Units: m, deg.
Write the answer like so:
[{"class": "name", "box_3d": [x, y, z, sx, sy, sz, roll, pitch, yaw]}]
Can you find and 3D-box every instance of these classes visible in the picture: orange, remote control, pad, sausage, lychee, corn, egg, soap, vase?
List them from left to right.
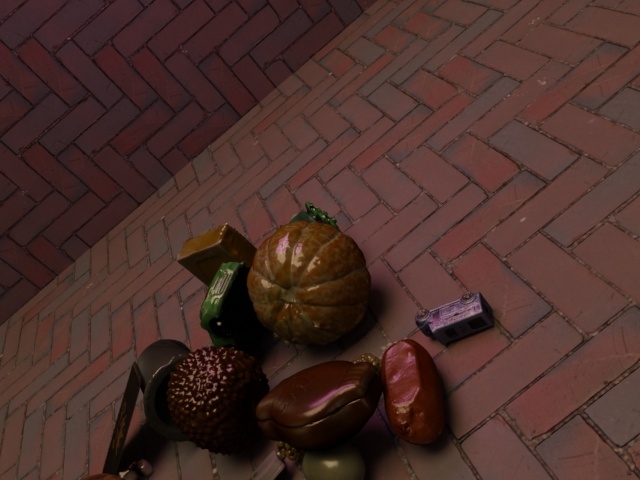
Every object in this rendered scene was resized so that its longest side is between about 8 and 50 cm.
[{"class": "pad", "box_3d": [-0.601, 0.532, 1.958, 0.315, 0.063, 0.375, -168, 94, -70]}, {"class": "vase", "box_3d": [-0.402, 0.402, 1.938, 0.245, 0.245, 0.291, -49, 22, -11]}, {"class": "lychee", "box_3d": [-0.260, 0.395, 1.712, 0.268, 0.267, 0.267, -29, 33, 21]}, {"class": "soap", "box_3d": [-0.251, 0.096, 2.035, 0.199, 0.315, 0.091, -18, 40, 34]}, {"class": "remote control", "box_3d": [-0.177, 0.592, 1.569, 0.250, 0.034, 0.103, -48, 3, -9]}, {"class": "orange", "box_3d": [-0.031, 0.111, 1.760, 0.329, 0.329, 0.249, -26, 4, 25]}, {"class": "corn", "box_3d": [0.019, 0.383, 1.590, 0.320, 0.097, 0.097, -43, 31, -6]}, {"class": "egg", "box_3d": [0.026, 0.476, 1.441, 0.152, 0.114, 0.114, -4, 48, 44]}, {"class": "sausage", "box_3d": [0.193, 0.315, 1.440, 0.133, 0.133, 0.258, -32, 29, 17]}]

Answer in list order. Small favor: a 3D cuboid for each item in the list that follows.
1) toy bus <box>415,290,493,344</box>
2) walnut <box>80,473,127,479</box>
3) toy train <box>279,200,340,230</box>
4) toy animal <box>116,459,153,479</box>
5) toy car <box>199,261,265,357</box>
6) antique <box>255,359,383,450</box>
[{"class": "toy bus", "box_3d": [0.297, 0.180, 1.541, 0.167, 0.073, 0.076, -27, 36, 24]}, {"class": "walnut", "box_3d": [-0.482, 0.614, 1.463, 0.198, 0.198, 0.245, -16, 25, 37]}, {"class": "toy train", "box_3d": [0.000, 0.000, 1.989, 0.132, 0.188, 0.243, -43, 32, -4]}, {"class": "toy animal", "box_3d": [-0.487, 0.747, 1.623, 0.303, 0.194, 0.344, -31, 30, 7]}, {"class": "toy car", "box_3d": [-0.250, 0.215, 1.931, 0.177, 0.358, 0.213, 9, 57, 20]}, {"class": "antique", "box_3d": [0.001, 0.349, 1.442, 0.278, 0.129, 0.223, -21, 12, 22]}]
